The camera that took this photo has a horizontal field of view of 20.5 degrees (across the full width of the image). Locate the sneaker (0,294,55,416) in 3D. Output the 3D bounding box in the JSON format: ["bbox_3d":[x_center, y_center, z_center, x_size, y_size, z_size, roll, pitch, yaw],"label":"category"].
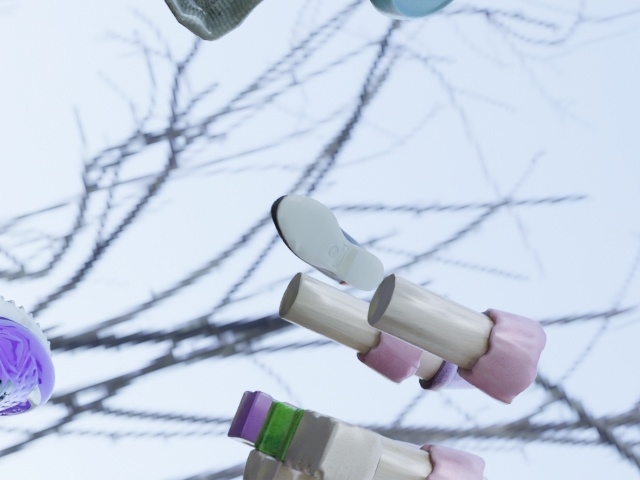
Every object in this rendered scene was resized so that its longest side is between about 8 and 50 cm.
[{"bbox_3d":[-0.279,0.102,1.250,0.293,0.102,0.146,44,27,-58],"label":"sneaker"}]

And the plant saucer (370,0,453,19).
[{"bbox_3d":[0.106,-0.264,1.786,0.119,0.119,0.021,103,-31,-44],"label":"plant saucer"}]

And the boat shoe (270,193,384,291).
[{"bbox_3d":[0.000,0.000,1.514,0.137,0.049,0.043,37,-6,-40],"label":"boat shoe"}]

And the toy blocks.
[{"bbox_3d":[0.074,0.205,1.373,0.309,0.260,0.288,-67,-163,-7],"label":"toy blocks"}]

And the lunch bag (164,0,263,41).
[{"bbox_3d":[-0.066,-0.244,0.559,0.287,0.169,0.235,51,11,-22],"label":"lunch bag"}]
